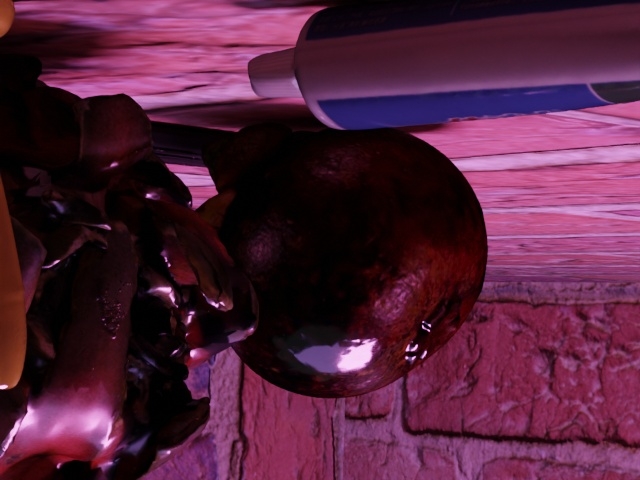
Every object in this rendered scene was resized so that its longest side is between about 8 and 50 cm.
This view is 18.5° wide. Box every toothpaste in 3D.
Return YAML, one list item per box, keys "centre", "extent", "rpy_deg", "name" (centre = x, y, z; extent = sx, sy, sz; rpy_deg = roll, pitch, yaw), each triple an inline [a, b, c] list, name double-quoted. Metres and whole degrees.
- centre: [0.061, -0.049, 0.499]
  extent: [0.197, 0.034, 0.057]
  rpy_deg: [-2, -168, 36]
  name: "toothpaste"

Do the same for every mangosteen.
- centre: [0.000, 0.000, 0.845]
  extent: [0.140, 0.140, 0.140]
  rpy_deg: [2, 177, 0]
  name: "mangosteen"

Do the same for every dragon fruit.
- centre: [-0.119, 0.021, 0.657]
  extent: [0.182, 0.182, 0.188]
  rpy_deg: [2, 176, -5]
  name: "dragon fruit"

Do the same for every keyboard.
- centre: [-0.052, -0.042, 0.926]
  extent: [0.061, 0.013, 0.204]
  rpy_deg: [0, 177, 44]
  name: "keyboard"

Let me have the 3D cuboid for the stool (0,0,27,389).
- centre: [-0.138, -0.016, 0.511]
  extent: [0.135, 0.110, 0.134]
  rpy_deg: [2, 177, -35]
  name: "stool"
